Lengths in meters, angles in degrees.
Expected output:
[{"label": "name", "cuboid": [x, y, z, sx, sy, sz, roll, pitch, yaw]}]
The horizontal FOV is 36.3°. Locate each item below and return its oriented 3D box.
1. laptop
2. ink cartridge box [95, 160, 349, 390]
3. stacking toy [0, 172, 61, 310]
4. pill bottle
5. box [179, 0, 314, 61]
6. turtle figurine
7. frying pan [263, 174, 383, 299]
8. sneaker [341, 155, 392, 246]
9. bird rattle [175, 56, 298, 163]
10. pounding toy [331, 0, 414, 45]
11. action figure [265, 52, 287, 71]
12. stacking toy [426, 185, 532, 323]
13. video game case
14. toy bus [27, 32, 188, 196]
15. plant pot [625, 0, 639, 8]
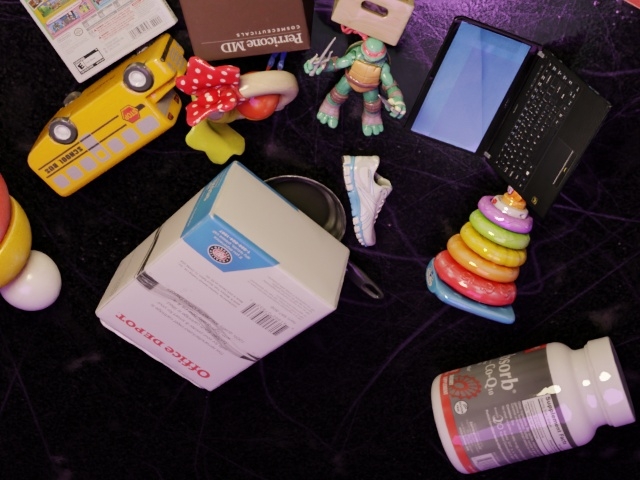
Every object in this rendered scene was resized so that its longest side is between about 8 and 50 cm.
[{"label": "laptop", "cuboid": [0.302, -0.202, 1.616, 0.136, 0.264, 0.234, -8, 136, -36]}, {"label": "ink cartridge box", "cuboid": [-0.186, 0.079, 1.814, 0.285, 0.166, 0.395, 38, 130, -20]}, {"label": "stacking toy", "cuboid": [-0.658, -0.017, 1.794, 0.350, 0.351, 0.480, -19, 140, 18]}, {"label": "pill bottle", "cuboid": [0.422, 0.323, 1.942, 0.362, 0.210, 0.210, -19, 122, 17]}, {"label": "box", "cuboid": [-0.133, -0.466, 1.440, 0.191, 0.143, 0.381, -6, 134, 7]}, {"label": "turtle figurine", "cuboid": [0.068, -0.259, 1.583, 0.175, 0.118, 0.234, 28, 156, 5]}, {"label": "frying pan", "cuboid": [0.009, -0.022, 1.826, 0.326, 0.053, 0.197, 21, 127, -11]}, {"label": "sneaker", "cuboid": [0.093, -0.072, 1.776, 0.082, 0.071, 0.191, -9, 125, 5]}, {"label": "bird rattle", "cuboid": [-0.138, -0.242, 1.601, 0.206, 0.143, 0.253, -16, 166, -14]}, {"label": "pounding toy", "cuboid": [0.074, -0.386, 1.508, 0.141, 0.130, 0.100, 20, 125, -9]}, {"label": "action figure", "cuboid": [-0.066, -0.322, 1.631, 0.038, 0.030, 0.115, 18, 128, -13]}, {"label": "stacking toy", "cuboid": [0.323, -0.017, 1.757, 0.165, 0.175, 0.302, 20, 114, -7]}, {"label": "video game case", "cuboid": [-0.371, -0.389, 1.596, 0.212, 0.023, 0.193, -26, 110, 22]}, {"label": "toy bus", "cuboid": [-0.359, -0.215, 1.686, 0.332, 0.108, 0.130, -29, 119, 23]}, {"label": "plant pot", "cuboid": [0.424, -0.476, 1.348, 0.267, 0.267, 0.236, 24, 112, -12]}]
